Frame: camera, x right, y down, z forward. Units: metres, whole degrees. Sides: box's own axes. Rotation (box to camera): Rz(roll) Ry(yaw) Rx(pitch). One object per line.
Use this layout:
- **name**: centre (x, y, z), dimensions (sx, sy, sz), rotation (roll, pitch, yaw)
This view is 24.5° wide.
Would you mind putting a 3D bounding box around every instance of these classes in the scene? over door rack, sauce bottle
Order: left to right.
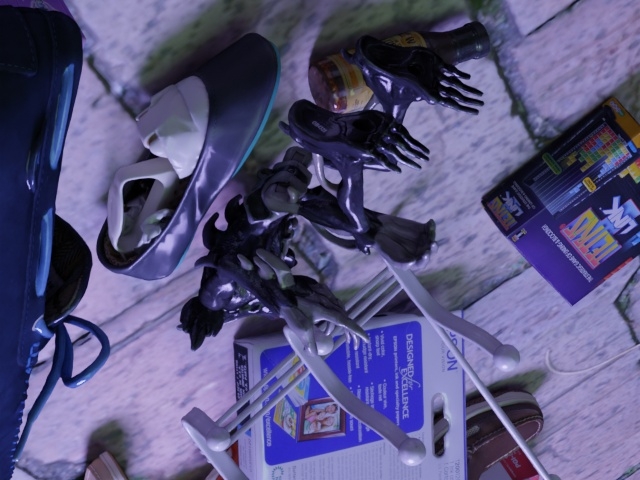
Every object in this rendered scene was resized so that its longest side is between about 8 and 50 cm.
- **sauce bottle**: centre (0.055, -0.121, 1.007), dimensions (0.128, 0.042, 0.042), rotation (-22, 144, -20)
- **over door rack**: centre (0.070, 0.188, 1.180), dimensions (0.239, 0.108, 0.324), rotation (-41, 117, -18)

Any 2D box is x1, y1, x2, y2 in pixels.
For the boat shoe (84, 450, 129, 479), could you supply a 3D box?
- **boat shoe**: centre (-0.185, 0.240, 1.235), dimensions (0.059, 0.063, 0.170), rotation (-24, 146, -22)

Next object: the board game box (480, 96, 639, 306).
- **board game box**: centre (0.231, -0.028, 1.252), dimensions (0.141, 0.048, 0.170), rotation (-40, 145, 8)

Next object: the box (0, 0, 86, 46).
- **box**: centre (-0.294, -0.052, 0.797), dimensions (0.293, 0.057, 0.201), rotation (-3, 135, -36)

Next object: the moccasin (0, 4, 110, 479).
- **moccasin**: centre (-0.175, 0.025, 0.819), dimensions (0.116, 0.138, 0.342), rotation (-19, 145, -29)

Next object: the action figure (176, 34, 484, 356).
- **action figure**: centre (0.000, 0.000, 0.973), dimensions (0.164, 0.141, 0.276), rotation (-54, 180, -42)

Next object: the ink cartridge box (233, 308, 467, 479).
- **ink cartridge box**: centre (0.029, 0.167, 1.240), dimensions (0.208, 0.045, 0.206), rotation (-7, 102, -29)

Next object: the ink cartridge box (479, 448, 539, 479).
- **ink cartridge box**: centre (0.154, 0.277, 1.554), dimensions (0.135, 0.056, 0.099), rotation (-19, 143, -21)

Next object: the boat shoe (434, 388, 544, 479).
- **boat shoe**: centre (0.117, 0.238, 1.443), dimensions (0.257, 0.095, 0.095), rotation (-25, 145, -12)

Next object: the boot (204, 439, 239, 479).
- **boot**: centre (-0.038, 0.184, 1.289), dimensions (0.158, 0.084, 0.059), rotation (-50, 165, -26)

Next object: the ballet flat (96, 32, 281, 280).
- **ballet flat**: centre (-0.094, -0.050, 0.952), dimensions (0.074, 0.074, 0.203), rotation (-1, 136, -38)
